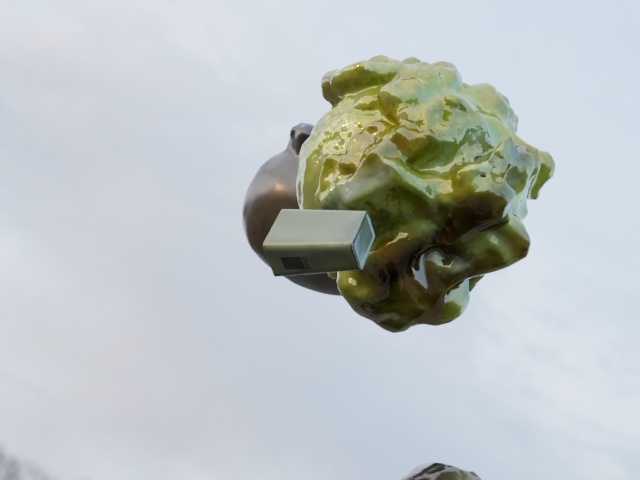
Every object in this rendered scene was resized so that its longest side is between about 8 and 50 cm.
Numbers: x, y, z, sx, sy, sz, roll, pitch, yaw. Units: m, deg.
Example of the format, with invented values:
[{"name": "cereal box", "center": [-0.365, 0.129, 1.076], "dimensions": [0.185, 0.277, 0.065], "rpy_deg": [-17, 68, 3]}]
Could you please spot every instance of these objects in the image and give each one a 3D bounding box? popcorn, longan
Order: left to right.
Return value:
[{"name": "longan", "center": [0.024, -0.054, 1.973], "dimensions": [0.300, 0.300, 0.243], "rpy_deg": [38, -1, -31]}, {"name": "popcorn", "center": [0.116, -0.065, 1.465], "dimensions": [0.312, 0.312, 0.312], "rpy_deg": [24, -18, 8]}]

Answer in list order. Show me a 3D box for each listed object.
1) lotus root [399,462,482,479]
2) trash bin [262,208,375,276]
[{"name": "lotus root", "center": [0.089, 0.431, 1.424], "dimensions": [0.250, 0.346, 0.250], "rpy_deg": [35, -32, 25]}, {"name": "trash bin", "center": [0.000, 0.000, 1.235], "dimensions": [0.092, 0.061, 0.043], "rpy_deg": [-3, -52, 26]}]
